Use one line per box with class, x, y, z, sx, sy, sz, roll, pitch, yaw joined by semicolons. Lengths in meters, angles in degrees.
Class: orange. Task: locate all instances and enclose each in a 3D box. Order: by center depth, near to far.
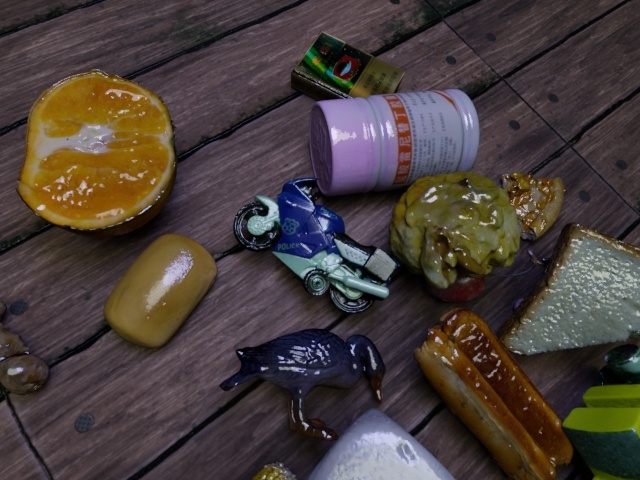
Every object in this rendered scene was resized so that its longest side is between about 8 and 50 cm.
orange;-0.399;-0.150;0.751;0.274;0.274;0.310;-15;38;-13

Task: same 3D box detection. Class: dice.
dice;0.091;0.396;0.623;0.192;0.194;0.193;-42;62;-18

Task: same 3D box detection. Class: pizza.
pizza;0.495;-0.106;0.958;0.182;0.062;0.161;-41;74;-18

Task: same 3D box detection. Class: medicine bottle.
medicine bottle;0.149;-0.209;0.872;0.315;0.202;0.202;-10;71;-11

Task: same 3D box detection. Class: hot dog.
hot dog;0.310;0.289;0.746;0.158;0.117;0.349;-40;90;-28

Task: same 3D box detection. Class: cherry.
cherry;0.321;0.061;0.832;0.225;0.090;0.107;-22;28;9

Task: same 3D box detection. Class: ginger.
ginger;-0.552;0.184;0.691;0.204;0.080;0.104;41;64;10

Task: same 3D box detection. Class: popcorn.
popcorn;0.239;-0.028;0.751;0.233;0.192;0.266;-2;40;15

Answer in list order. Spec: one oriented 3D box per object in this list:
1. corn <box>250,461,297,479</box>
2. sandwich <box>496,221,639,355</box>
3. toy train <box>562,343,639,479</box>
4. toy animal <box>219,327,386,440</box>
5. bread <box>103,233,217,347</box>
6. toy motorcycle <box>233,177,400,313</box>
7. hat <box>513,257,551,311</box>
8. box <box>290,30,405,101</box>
corn;-0.123;0.482;0.633;0.260;0.091;0.091;-53;125;-21
sandwich;0.520;0.137;0.770;0.254;0.099;0.288;31;102;8
toy train;0.608;0.411;0.684;0.272;0.179;0.442;-29;83;-30
toy animal;-0.022;0.243;0.723;0.298;0.122;0.185;14;73;-10
bread;-0.298;0.087;0.756;0.147;0.098;0.217;27;67;6
toy motorcycle;0.000;0.000;0.796;0.331;0.125;0.196;33;84;2
hat;0.525;0.115;0.870;0.227;0.129;0.140;-25;102;2
box;0.066;-0.395;0.999;0.240;0.071;0.159;27;71;3
